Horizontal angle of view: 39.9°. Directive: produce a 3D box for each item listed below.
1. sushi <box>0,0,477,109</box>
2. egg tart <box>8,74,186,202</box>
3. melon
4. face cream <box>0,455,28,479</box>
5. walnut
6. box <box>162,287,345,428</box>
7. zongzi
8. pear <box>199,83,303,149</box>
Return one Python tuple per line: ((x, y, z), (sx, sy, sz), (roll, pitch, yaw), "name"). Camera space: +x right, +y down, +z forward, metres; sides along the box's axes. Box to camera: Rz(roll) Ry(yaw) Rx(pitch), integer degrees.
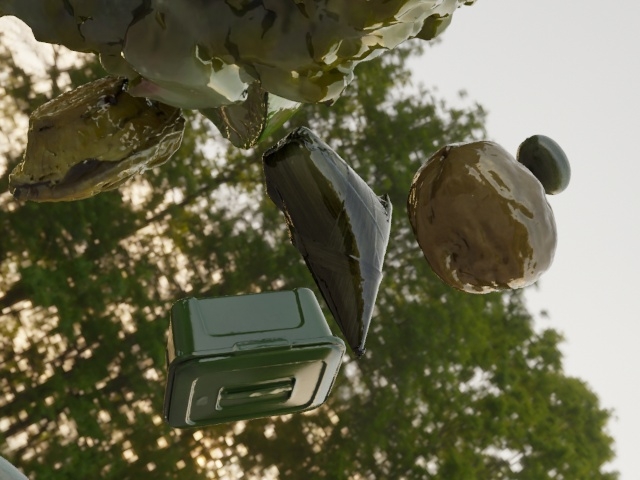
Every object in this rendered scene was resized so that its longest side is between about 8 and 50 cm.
((-0.055, -0.273, 0.553), (0.396, 0.240, 0.351), (11, -55, 25), "sushi")
((-0.280, -0.131, 1.083), (0.241, 0.241, 0.106), (18, -44, 50), "egg tart")
((0.448, -0.151, 1.770), (0.130, 0.098, 0.098), (60, -31, -1), "melon")
((-0.466, 0.320, 1.202), (0.182, 0.072, 0.051), (34, -15, 3), "face cream")
((0.160, -0.021, 0.893), (0.166, 0.149, 0.166), (39, -30, 27), "walnut")
((-0.142, 0.218, 1.679), (0.253, 0.329, 0.178), (109, -31, -48), "box")
((0.000, 0.000, 1.133), (0.112, 0.242, 0.221), (-18, -43, 33), "zongzi")
((-0.086, -0.309, 1.033), (0.399, 0.165, 0.399), (52, -23, 33), "pear")
